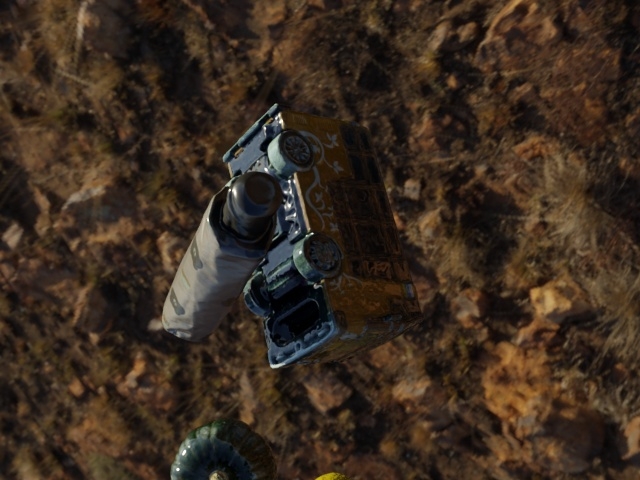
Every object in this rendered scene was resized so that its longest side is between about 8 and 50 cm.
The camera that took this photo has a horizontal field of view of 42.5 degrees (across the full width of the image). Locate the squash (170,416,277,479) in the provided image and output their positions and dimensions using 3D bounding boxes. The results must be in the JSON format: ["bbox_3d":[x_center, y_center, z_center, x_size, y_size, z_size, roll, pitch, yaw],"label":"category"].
[{"bbox_3d":[-0.188,0.454,1.594,0.218,0.172,0.218,-5,79,28],"label":"squash"}]

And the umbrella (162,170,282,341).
[{"bbox_3d":[-0.099,0.024,0.796,0.067,0.073,0.337,9,156,-16],"label":"umbrella"}]

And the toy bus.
[{"bbox_3d":[0.000,0.000,0.948,0.138,0.167,0.275,-37,59,44],"label":"toy bus"}]

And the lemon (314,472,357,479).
[{"bbox_3d":[0.017,0.429,1.297,0.109,0.133,0.109,38,167,11],"label":"lemon"}]
